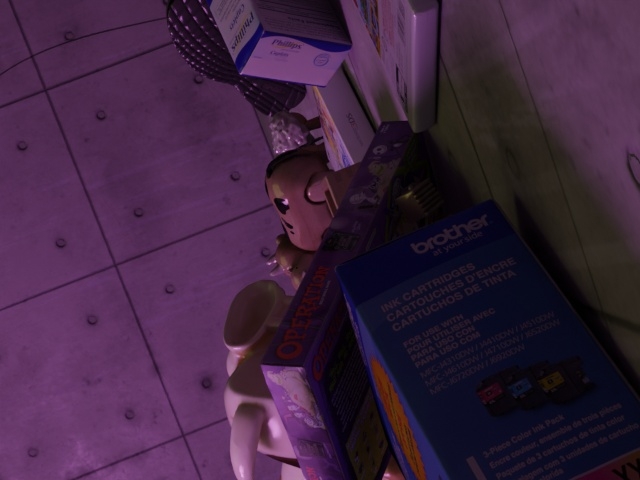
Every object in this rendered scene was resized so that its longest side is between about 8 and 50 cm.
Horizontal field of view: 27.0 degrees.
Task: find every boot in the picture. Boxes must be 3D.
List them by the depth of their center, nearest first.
[{"bbox_3d":[-0.165,-0.355,2.162,0.338,0.118,0.222,45,-164,-52],"label":"boot"}]

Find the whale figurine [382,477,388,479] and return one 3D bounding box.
[{"bbox_3d":[0.160,0.333,2.095,0.216,0.141,0.272,-117,31,-58],"label":"whale figurine"}]

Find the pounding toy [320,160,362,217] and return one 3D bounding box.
[{"bbox_3d":[0.082,0.009,1.476,0.181,0.094,0.206,151,97,-87],"label":"pounding toy"}]

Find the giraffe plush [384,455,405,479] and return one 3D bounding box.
[{"bbox_3d":[0.124,0.193,1.557,0.170,0.181,0.210,47,-168,-54],"label":"giraffe plush"}]

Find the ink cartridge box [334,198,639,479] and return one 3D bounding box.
[{"bbox_3d":[0.144,0.161,1.032,0.395,0.151,0.270,-117,7,-45],"label":"ink cartridge box"}]

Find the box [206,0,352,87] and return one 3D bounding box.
[{"bbox_3d":[-0.051,-0.256,1.563,0.072,0.126,0.137,-55,46,37],"label":"box"}]

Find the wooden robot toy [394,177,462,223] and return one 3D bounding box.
[{"bbox_3d":[0.138,0.019,1.200,0.079,0.076,0.173,-30,79,50],"label":"wooden robot toy"}]

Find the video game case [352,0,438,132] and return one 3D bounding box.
[{"bbox_3d":[0.053,-0.229,1.167,0.227,0.026,0.206,78,170,-70],"label":"video game case"}]

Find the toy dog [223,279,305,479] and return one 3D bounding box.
[{"bbox_3d":[0.013,0.320,2.260,0.395,0.285,0.408,-71,-31,-45],"label":"toy dog"}]

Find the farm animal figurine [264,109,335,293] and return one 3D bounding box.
[{"bbox_3d":[0.000,0.000,1.948,0.330,0.172,0.326,-120,10,-64],"label":"farm animal figurine"}]

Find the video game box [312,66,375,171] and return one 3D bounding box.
[{"bbox_3d":[0.051,-0.094,1.702,0.187,0.048,0.205,72,175,-57],"label":"video game box"}]

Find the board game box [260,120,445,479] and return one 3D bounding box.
[{"bbox_3d":[0.049,0.069,1.252,0.347,0.056,0.208,-62,-31,-45],"label":"board game box"}]
